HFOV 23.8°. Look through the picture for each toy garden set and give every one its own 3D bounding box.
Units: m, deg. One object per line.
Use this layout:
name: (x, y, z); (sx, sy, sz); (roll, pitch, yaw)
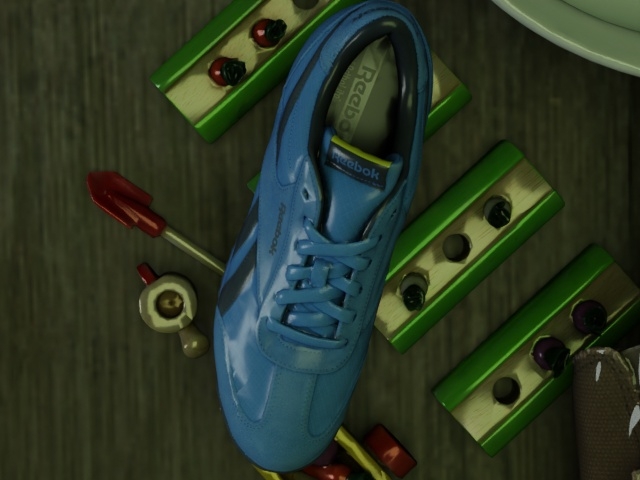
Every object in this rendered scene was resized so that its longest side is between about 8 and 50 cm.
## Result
toy garden set: (0.006, 0.011, 0.706); (0.204, 0.049, 0.244); (-42, 95, 0)

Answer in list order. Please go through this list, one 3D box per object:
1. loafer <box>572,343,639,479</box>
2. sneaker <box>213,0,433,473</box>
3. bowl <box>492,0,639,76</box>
loafer: (0.175, 0.090, 0.677); (0.130, 0.134, 0.366); (27, 106, 30)
sneaker: (0.000, 0.000, 0.643); (0.069, 0.082, 0.209); (14, 92, -6)
bowl: (0.160, -0.211, 0.660); (0.298, 0.134, 0.298); (0, 94, -3)
